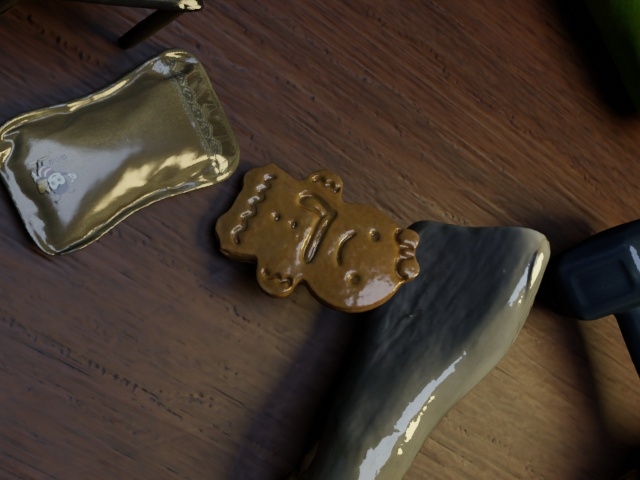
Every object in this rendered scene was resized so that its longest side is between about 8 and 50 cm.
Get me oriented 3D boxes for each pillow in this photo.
[{"bbox_3d":[-0.174,-0.081,0.979,0.217,0.033,0.130,-28,99,-30],"label":"pillow"}]

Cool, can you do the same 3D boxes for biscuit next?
[{"bbox_3d":[-0.005,0.002,1.027,0.184,0.027,0.133,37,69,10],"label":"biscuit"}]

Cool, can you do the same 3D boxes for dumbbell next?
[{"bbox_3d":[0.365,0.138,1.183,0.160,0.144,0.325,-23,89,-29],"label":"dumbbell"}]

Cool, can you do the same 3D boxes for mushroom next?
[{"bbox_3d":[0.083,0.128,1.034,0.122,0.159,0.329,34,72,-18],"label":"mushroom"}]

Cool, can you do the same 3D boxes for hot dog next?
[{"bbox_3d":[0.349,0.270,1.240,0.090,0.030,0.034,0,83,-31],"label":"hot dog"}]

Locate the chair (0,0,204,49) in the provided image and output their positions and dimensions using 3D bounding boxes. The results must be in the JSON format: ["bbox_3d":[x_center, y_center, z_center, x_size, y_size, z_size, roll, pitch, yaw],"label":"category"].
[{"bbox_3d":[-0.175,-0.259,0.863,0.166,0.272,0.188,-3,87,-30],"label":"chair"}]

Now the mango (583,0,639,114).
[{"bbox_3d":[0.382,-0.300,1.237,0.225,0.201,0.382,-23,107,-52],"label":"mango"}]
